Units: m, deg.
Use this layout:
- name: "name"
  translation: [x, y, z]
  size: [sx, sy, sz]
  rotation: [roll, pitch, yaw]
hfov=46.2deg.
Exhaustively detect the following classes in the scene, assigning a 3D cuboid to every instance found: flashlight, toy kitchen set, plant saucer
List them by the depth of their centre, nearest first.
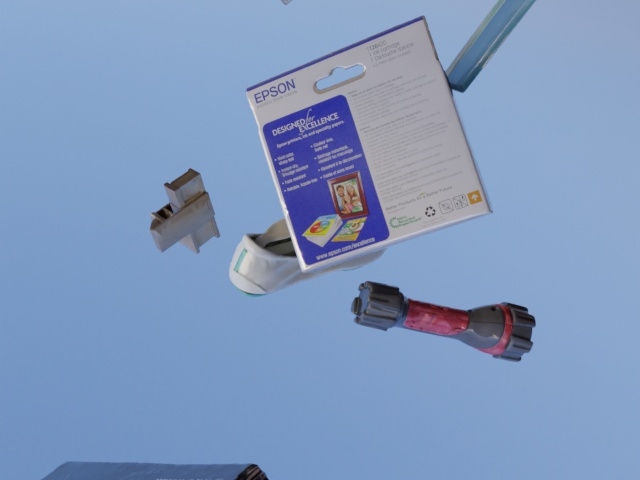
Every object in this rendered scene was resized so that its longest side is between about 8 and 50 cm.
- name: "toy kitchen set"
  translation: [-0.156, -0.029, 0.745]
  size: [0.075, 0.083, 0.068]
  rotation: [29, -125, 35]
- name: "plant saucer"
  translation: [0.257, -0.312, 1.151]
  size: [0.067, 0.192, 0.018]
  rotation: [3, -138, -46]
- name: "flashlight"
  translation: [0.214, 0.134, 1.293]
  size: [0.304, 0.103, 0.103]
  rotation: [14, -157, -13]

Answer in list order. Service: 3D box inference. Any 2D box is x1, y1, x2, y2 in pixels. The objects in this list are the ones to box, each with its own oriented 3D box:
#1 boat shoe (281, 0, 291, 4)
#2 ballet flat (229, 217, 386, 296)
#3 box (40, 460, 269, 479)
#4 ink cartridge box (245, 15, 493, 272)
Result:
- name: "boat shoe"
  translation: [-0.063, -0.411, 1.095]
  size: [0.063, 0.059, 0.170]
  rotation: [57, -173, 15]
- name: "ballet flat"
  translation: [0.000, 0.000, 1.472]
  size: [0.400, 0.139, 0.139]
  rotation: [-17, -128, -39]
- name: "box"
  translation: [-0.301, 0.492, 0.799]
  size: [0.472, 0.480, 0.297]
  rotation: [-30, -80, -43]
- name: "ink cartridge box"
  translation: [0.071, -0.139, 1.152]
  size: [0.072, 0.304, 0.307]
  rotation: [3, -110, -73]
